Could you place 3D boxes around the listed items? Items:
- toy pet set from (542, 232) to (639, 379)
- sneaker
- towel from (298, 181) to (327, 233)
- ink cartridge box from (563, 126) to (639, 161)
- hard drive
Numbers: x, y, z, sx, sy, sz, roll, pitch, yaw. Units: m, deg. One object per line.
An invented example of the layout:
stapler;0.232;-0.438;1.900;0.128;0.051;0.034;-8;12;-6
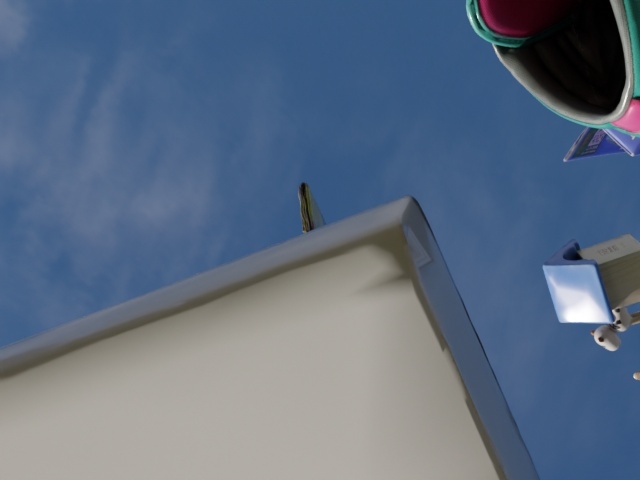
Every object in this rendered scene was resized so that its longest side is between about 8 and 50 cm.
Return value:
toy pet set;0.194;0.060;0.870;0.065;0.122;0.114;-19;-75;1
sneaker;0.164;-0.173;0.756;0.178;0.124;0.296;-5;-121;-18
towel;0.000;0.000;1.022;0.009;0.083;0.060;-17;-134;8
ink cartridge box;0.369;-0.180;1.210;0.065;0.185;0.311;50;-55;22
hard drive;-0.083;0.150;0.486;0.353;0.047;0.233;-20;-76;18
